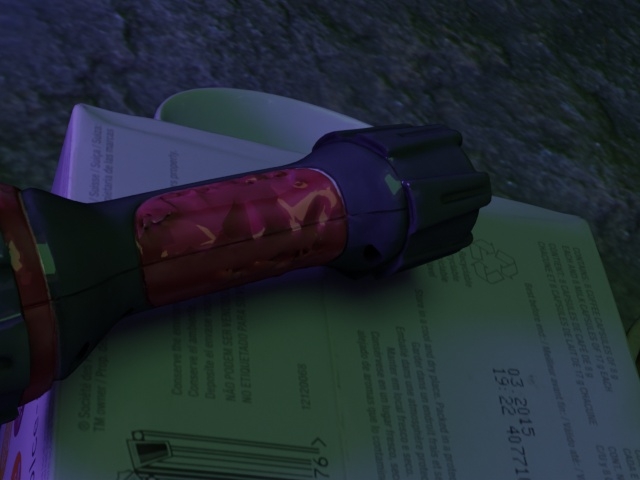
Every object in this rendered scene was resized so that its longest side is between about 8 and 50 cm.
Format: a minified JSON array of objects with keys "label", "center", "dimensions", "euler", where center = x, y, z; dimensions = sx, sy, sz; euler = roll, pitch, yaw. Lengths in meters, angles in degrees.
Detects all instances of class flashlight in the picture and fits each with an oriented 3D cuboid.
[{"label":"flashlight","center":[-0.052,0.002,0.493],"dimensions":[0.304,0.103,0.103],"euler":[-14,58,-34]}]

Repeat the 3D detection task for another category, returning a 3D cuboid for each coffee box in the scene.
[{"label":"coffee box","center":[-0.025,0.180,0.662],"dimensions":[0.338,0.334,0.338],"euler":[10,48,-19]}]

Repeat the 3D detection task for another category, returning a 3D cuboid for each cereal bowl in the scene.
[{"label":"cereal bowl","center":[0.000,0.000,0.944],"dimensions":[0.338,0.141,0.339],"euler":[19,23,-9]}]

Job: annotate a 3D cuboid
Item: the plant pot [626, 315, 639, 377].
[{"label":"plant pot","center":[0.266,0.254,0.794],"dimensions":[0.333,0.305,0.334],"euler":[16,47,-18]}]
